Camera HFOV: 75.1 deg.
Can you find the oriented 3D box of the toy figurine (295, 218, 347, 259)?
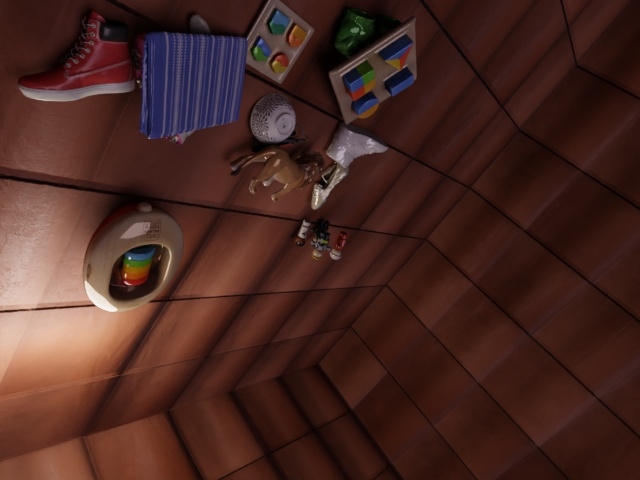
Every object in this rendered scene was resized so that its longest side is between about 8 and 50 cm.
[{"bbox_3d":[0.000,0.000,1.997,0.210,0.213,0.148,-4,120,-50],"label":"toy figurine"}]

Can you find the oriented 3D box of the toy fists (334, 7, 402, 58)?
[{"bbox_3d":[0.166,-0.671,1.391,0.279,0.096,0.142,-17,147,-40],"label":"toy fists"}]

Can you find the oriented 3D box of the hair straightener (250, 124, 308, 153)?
[{"bbox_3d":[-0.139,-0.366,1.484,0.231,0.047,0.089,-15,142,-31],"label":"hair straightener"}]

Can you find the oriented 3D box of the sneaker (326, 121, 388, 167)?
[{"bbox_3d":[0.149,-0.386,1.770,0.293,0.108,0.169,6,129,-42],"label":"sneaker"}]

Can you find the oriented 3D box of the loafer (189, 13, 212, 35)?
[{"bbox_3d":[-0.300,-0.531,1.080,0.045,0.039,0.125,-9,149,9],"label":"loafer"}]

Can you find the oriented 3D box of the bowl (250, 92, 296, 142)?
[{"bbox_3d":[-0.138,-0.392,1.379,0.170,0.080,0.170,-26,134,-31],"label":"bowl"}]

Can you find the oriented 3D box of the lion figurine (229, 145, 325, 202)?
[{"bbox_3d":[-0.136,-0.260,1.495,0.240,0.142,0.392,-31,171,17],"label":"lion figurine"}]

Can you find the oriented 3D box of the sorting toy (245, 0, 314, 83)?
[{"bbox_3d":[-0.125,-0.577,1.221,0.193,0.038,0.208,-53,150,19],"label":"sorting toy"}]

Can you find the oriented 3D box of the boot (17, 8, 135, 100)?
[{"bbox_3d":[-0.537,-0.408,0.908,0.244,0.088,0.176,-28,148,-36],"label":"boot"}]

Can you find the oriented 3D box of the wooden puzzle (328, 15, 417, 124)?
[{"bbox_3d":[0.206,-0.559,1.450,0.322,0.080,0.348,-33,163,3],"label":"wooden puzzle"}]

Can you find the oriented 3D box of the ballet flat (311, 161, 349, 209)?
[{"bbox_3d":[0.021,-0.250,1.834,0.248,0.086,0.086,-50,151,13],"label":"ballet flat"}]

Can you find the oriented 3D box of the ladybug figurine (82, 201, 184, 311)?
[{"bbox_3d":[-0.613,0.044,1.354,0.305,0.162,0.449,-7,137,-46],"label":"ladybug figurine"}]

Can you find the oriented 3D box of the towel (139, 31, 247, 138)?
[{"bbox_3d":[-0.317,-0.402,1.070,0.336,0.040,0.243,-35,148,-53],"label":"towel"}]

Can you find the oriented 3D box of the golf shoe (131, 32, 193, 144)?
[{"bbox_3d":[-0.390,-0.403,1.091,0.140,0.115,0.306,-45,158,-28],"label":"golf shoe"}]
